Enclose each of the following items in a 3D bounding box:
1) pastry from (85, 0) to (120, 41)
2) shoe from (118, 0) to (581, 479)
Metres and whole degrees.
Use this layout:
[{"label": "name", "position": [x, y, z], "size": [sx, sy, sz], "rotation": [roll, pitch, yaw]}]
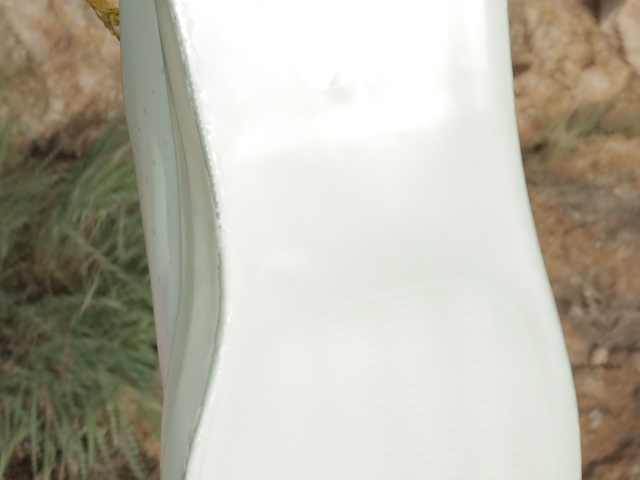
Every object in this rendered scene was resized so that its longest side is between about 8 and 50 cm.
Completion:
[{"label": "pastry", "position": [-0.138, -0.213, 1.126], "size": [0.250, 0.102, 0.154], "rotation": [50, 11, -25]}, {"label": "shoe", "position": [0.000, 0.000, 0.372], "size": [0.095, 0.265, 0.110], "rotation": [-6, 19, -12]}]
